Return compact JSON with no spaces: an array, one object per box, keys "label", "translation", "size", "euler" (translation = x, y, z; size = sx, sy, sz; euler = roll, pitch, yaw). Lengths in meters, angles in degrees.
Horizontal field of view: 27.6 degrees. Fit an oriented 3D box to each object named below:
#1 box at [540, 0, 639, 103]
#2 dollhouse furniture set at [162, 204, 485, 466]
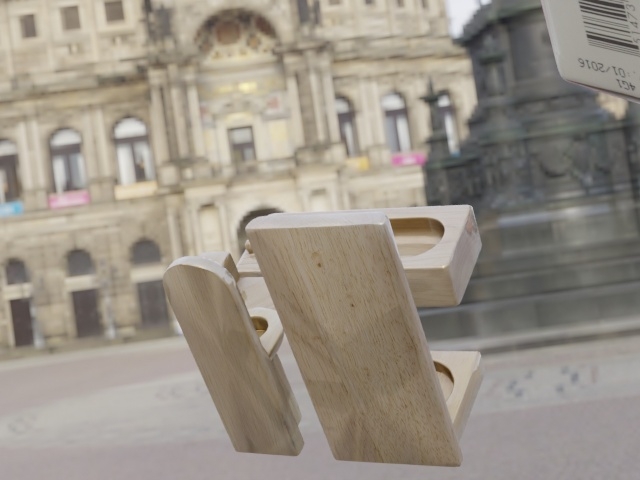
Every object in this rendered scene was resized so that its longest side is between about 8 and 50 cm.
[{"label":"box","translation":[0.248,-0.199,0.770],"size":[0.232,0.148,0.127],"euler":[-36,35,-22]},{"label":"dollhouse furniture set","translation":[0.000,0.000,0.582],"size":[0.144,0.123,0.151],"euler":[-2,37,26]}]
